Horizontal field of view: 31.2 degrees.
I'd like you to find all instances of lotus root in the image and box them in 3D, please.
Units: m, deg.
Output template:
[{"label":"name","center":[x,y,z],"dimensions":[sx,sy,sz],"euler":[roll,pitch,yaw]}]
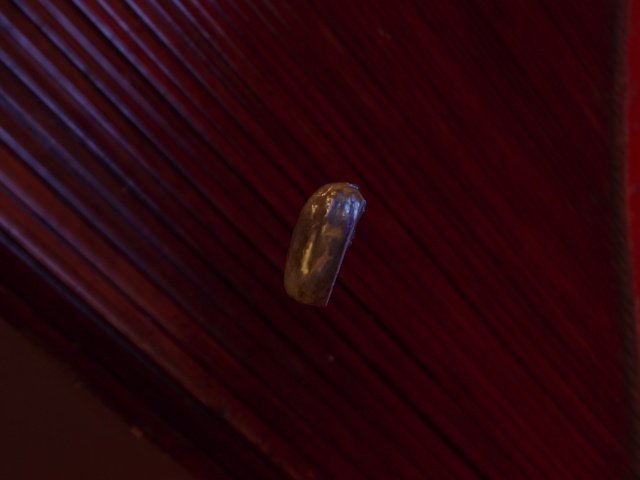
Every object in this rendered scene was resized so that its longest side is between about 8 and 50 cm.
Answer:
[{"label":"lotus root","center":[0.000,0.000,0.730],"dimensions":[0.030,0.037,0.083],"euler":[25,-94,-85]}]
